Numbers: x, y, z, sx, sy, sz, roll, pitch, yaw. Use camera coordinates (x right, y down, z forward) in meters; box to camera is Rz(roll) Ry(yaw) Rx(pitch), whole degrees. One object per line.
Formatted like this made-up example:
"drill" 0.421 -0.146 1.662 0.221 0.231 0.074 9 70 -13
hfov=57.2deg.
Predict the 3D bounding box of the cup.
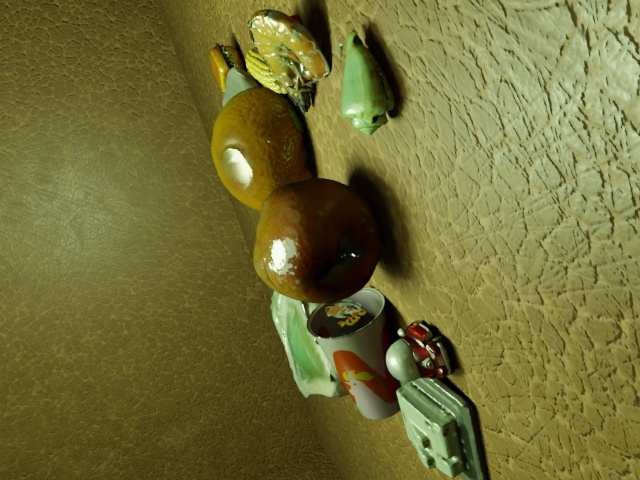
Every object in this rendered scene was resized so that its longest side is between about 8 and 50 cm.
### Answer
"cup" 0.108 0.286 1.433 0.289 0.203 0.203 67 169 -24

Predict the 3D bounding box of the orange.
"orange" -0.172 -0.222 1.541 0.262 0.196 0.335 33 140 37

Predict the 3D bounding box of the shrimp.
"shrimp" -0.044 -0.354 1.201 0.164 0.062 0.317 27 167 23

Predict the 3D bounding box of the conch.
"conch" 0.072 -0.253 0.937 0.105 0.079 0.170 8 113 58

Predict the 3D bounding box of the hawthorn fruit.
"hawthorn fruit" 0.000 0.000 1.214 0.301 0.267 0.268 5 117 65

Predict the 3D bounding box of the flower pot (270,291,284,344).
"flower pot" -0.068 0.344 2.245 0.254 0.164 0.368 114 134 -65

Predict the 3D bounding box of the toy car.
"toy car" 0.185 0.231 1.153 0.139 0.112 0.112 -171 61 -76

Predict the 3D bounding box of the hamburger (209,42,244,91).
"hamburger" -0.288 -0.542 1.867 0.166 0.087 0.137 112 134 -73

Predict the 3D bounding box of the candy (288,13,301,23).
"candy" -0.079 -0.432 1.259 0.122 0.062 0.038 140 110 -76

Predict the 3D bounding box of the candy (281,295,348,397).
"candy" -0.008 0.295 1.864 0.427 0.186 0.386 66 159 18

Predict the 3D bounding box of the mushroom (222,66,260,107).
"mushroom" -0.193 -0.355 1.717 0.329 0.122 0.159 58 173 34

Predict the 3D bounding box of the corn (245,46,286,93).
"corn" -0.118 -0.410 1.408 0.248 0.081 0.081 -131 23 -56

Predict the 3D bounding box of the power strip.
"power strip" 0.236 0.393 1.248 0.251 0.092 0.257 40 151 63
